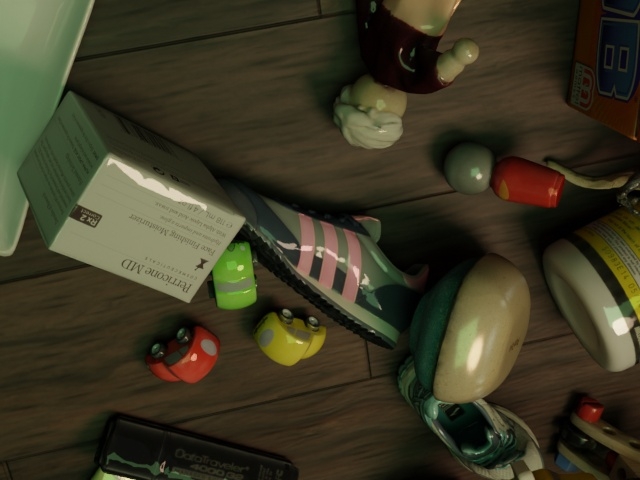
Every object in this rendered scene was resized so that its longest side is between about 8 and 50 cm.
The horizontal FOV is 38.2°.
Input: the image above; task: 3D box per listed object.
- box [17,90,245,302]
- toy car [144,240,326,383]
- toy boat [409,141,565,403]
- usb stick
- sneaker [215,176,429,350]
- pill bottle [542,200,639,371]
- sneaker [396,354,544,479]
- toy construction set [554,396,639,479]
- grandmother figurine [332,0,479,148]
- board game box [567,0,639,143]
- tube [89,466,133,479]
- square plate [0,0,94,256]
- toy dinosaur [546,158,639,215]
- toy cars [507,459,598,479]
[{"bbox_3d":[-0.210,-0.048,1.010,0.181,0.182,0.119,26,105,-38],"label":"box"},{"bbox_3d":[-0.105,0.095,1.138,0.239,0.053,0.225,-9,135,-9],"label":"toy car"},{"bbox_3d":[0.193,0.042,1.156,0.148,0.267,0.318,17,93,20],"label":"toy boat"},{"bbox_3d":[-0.163,0.304,1.248,0.278,0.045,0.077,19,75,-18],"label":"usb stick"},{"bbox_3d":[0.000,0.000,1.153,0.319,0.112,0.131,40,76,-21],"label":"sneaker"},{"bbox_3d":[0.476,0.017,1.196,0.334,0.188,0.188,-28,114,0],"label":"pill bottle"},{"bbox_3d":[0.217,0.275,1.279,0.283,0.122,0.110,41,98,-23],"label":"sneaker"},{"bbox_3d":[0.512,0.306,1.291,0.257,0.237,0.309,34,100,-21],"label":"toy construction set"},{"bbox_3d":[0.106,-0.245,1.028,0.104,0.207,0.342,3,129,-30],"label":"grandmother figurine"},{"bbox_3d":[0.526,-0.283,0.999,0.357,0.356,0.356,-3,111,-11],"label":"board game box"},{"bbox_3d":[-0.322,0.393,1.251,0.240,0.062,0.070,-49,151,1],"label":"tube"},{"bbox_3d":[-0.456,-0.186,0.999,0.344,0.049,0.347,18,106,-17],"label":"square plate"},{"bbox_3d":[0.413,-0.073,1.130,0.268,0.118,0.064,-5,127,19],"label":"toy dinosaur"},{"bbox_3d":[0.202,0.354,1.247,0.176,0.394,0.087,-19,88,-45],"label":"toy cars"}]
